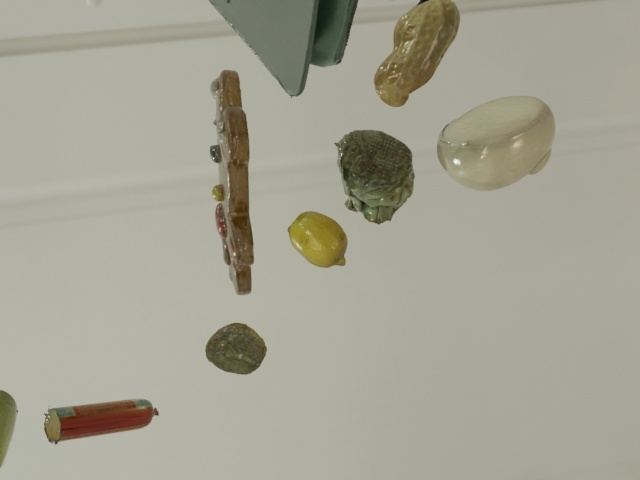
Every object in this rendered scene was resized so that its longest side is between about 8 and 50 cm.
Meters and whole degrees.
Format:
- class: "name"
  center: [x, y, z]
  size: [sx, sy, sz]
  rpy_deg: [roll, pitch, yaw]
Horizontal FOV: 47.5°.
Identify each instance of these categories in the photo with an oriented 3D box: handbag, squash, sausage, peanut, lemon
- class: "handbag"
  center: [-0.067, -0.319, 0.834]
  size: [0.238, 0.089, 0.326]
  rpy_deg: [45, 168, 6]
- class: "squash"
  center: [-0.771, 0.483, 1.674]
  size: [0.287, 0.137, 0.137]
  rpy_deg: [-122, 26, -56]
- class: "sausage"
  center: [-0.467, 0.391, 1.598]
  size: [0.083, 0.263, 0.083]
  rpy_deg: [-5, 83, 43]
- class: "peanut"
  center: [0.152, -0.302, 1.154]
  size: [0.093, 0.194, 0.083]
  rpy_deg: [37, 175, -34]
- class: "lemon"
  center: [0.000, 0.000, 1.174]
  size: [0.110, 0.082, 0.082]
  rpy_deg: [37, 162, 6]

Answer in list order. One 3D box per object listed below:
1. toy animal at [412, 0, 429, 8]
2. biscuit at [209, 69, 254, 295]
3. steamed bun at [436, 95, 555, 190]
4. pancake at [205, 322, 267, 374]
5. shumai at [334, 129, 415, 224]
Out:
- class: "toy animal"
  center: [0.185, -0.635, 1.826]
  size: [0.117, 0.209, 0.121]
  rpy_deg: [-42, -41, -65]
- class: "biscuit"
  center: [-0.169, -0.074, 1.351]
  size: [0.283, 0.064, 0.432]
  rpy_deg: [-107, 16, -51]
- class: "steamed bun"
  center: [0.320, -0.167, 1.303]
  size: [0.177, 0.228, 0.131]
  rpy_deg: [20, 135, 49]
- class: "pancake"
  center: [-0.147, 0.191, 1.271]
  size: [0.017, 0.107, 0.108]
  rpy_deg: [-94, 0, -65]
- class: "shumai"
  center: [0.099, -0.125, 1.463]
  size: [0.142, 0.184, 0.184]
  rpy_deg: [111, 152, -43]
